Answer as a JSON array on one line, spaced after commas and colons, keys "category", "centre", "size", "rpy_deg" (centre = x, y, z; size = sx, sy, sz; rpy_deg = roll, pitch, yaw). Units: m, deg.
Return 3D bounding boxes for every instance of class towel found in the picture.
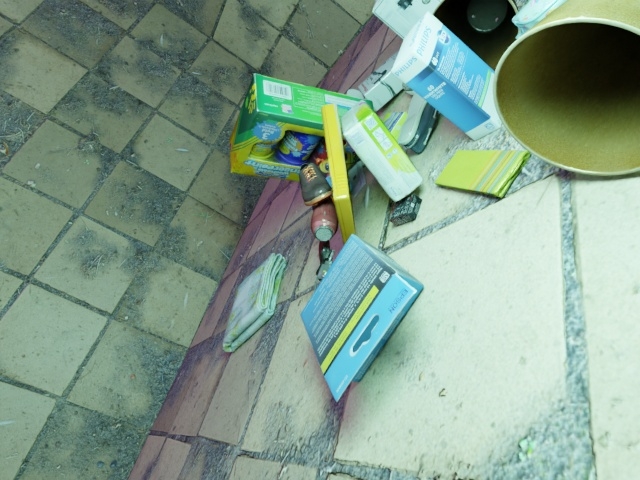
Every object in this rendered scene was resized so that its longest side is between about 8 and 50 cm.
[{"category": "towel", "centre": [0.331, -0.147, 0.865], "size": [0.102, 0.021, 0.237], "rpy_deg": [-53, 18, 2]}, {"category": "towel", "centre": [-0.288, 0.257, 1.736], "size": [0.374, 0.090, 0.321], "rpy_deg": [-45, 22, 37]}]

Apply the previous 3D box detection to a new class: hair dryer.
[{"category": "hair dryer", "centre": [0.000, 0.000, 1.203], "size": [0.223, 0.080, 0.294], "rpy_deg": [117, 161, -74]}]

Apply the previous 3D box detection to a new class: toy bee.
[{"category": "toy bee", "centre": [0.041, -0.220, 1.483], "size": [0.162, 0.195, 0.298], "rpy_deg": [37, 91, 31]}]

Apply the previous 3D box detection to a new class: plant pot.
[{"category": "plant pot", "centre": [0.407, -0.555, 1.046], "size": [0.215, 0.215, 0.230], "rpy_deg": [-37, 14, 49]}, {"category": "plant pot", "centre": [0.412, -0.261, 0.554], "size": [0.254, 0.237, 0.237], "rpy_deg": [-48, 16, -13]}]

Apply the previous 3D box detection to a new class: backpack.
[{"category": "backpack", "centre": [0.456, -0.404, 0.741], "size": [0.166, 0.144, 0.188], "rpy_deg": [-43, 27, 28]}]

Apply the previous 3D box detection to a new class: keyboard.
[{"category": "keyboard", "centre": [0.135, -0.241, 1.526], "size": [0.072, 0.014, 0.256], "rpy_deg": [-56, 18, 27]}]

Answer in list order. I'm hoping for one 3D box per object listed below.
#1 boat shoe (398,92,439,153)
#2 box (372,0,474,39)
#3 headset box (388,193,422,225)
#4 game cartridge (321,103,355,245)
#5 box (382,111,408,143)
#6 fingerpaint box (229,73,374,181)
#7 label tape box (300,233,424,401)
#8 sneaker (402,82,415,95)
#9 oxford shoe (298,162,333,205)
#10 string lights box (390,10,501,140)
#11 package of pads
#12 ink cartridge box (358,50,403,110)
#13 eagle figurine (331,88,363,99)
[{"category": "boat shoe", "centre": [0.305, -0.368, 1.171], "size": [0.095, 0.079, 0.255], "rpy_deg": [-12, 53, 63]}, {"category": "box", "centre": [0.331, -0.722, 1.311], "size": [0.169, 0.289, 0.087], "rpy_deg": [-35, 31, 47]}, {"category": "headset box", "centre": [0.212, -0.076, 1.037], "size": [0.083, 0.032, 0.062], "rpy_deg": [-24, 39, 61]}, {"category": "game cartridge", "centre": [0.056, -0.171, 1.169], "size": [0.285, 0.052, 0.324], "rpy_deg": [72, -168, -59]}, {"category": "box", "centre": [0.246, -0.382, 1.403], "size": [0.109, 0.042, 0.178], "rpy_deg": [-58, 18, 6]}, {"category": "fingerpaint box", "centre": [-0.076, -0.377, 1.511], "size": [0.371, 0.444, 0.163], "rpy_deg": [137, 131, -56]}, {"category": "label tape box", "centre": [0.091, 0.155, 0.878], "size": [0.249, 0.115, 0.348], "rpy_deg": [-57, 21, 7]}, {"category": "sneaker", "centre": [0.332, -0.549, 1.355], "size": [0.088, 0.092, 0.225], "rpy_deg": [-60, 18, -3]}, {"category": "oxford shoe", "centre": [-0.028, -0.175, 1.249], "size": [0.096, 0.098, 0.271], "rpy_deg": [-28, 20, -2]}, {"category": "string lights box", "centre": [0.291, -0.354, 0.898], "size": [0.076, 0.259, 0.133], "rpy_deg": [-25, 38, 60]}, {"category": "package of pads", "centre": [0.157, -0.246, 1.103], "size": [0.101, 0.229, 0.297], "rpy_deg": [-36, 19, 17]}, {"category": "ink cartridge box", "centre": [0.257, -0.617, 1.583], "size": [0.208, 0.087, 0.153], "rpy_deg": [-39, 29, 17]}, {"category": "eagle figurine", "centre": [0.073, -0.573, 1.891], "size": [0.298, 0.226, 0.225], "rpy_deg": [-60, -27, -62]}]
